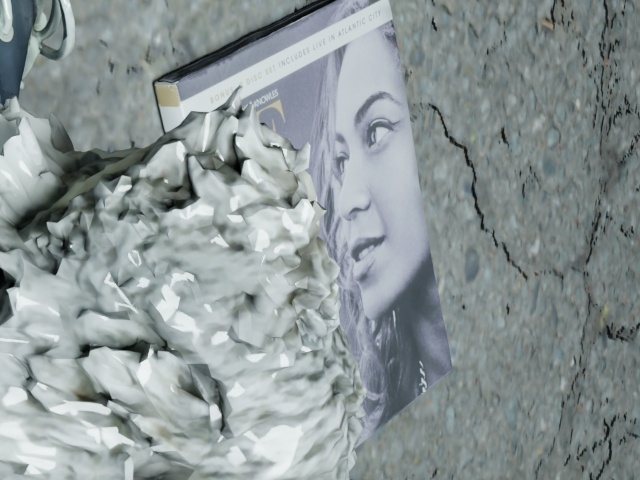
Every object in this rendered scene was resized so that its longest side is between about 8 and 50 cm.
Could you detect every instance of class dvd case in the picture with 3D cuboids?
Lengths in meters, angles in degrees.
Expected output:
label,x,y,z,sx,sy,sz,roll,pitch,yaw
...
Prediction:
label,x,y,z,sx,sy,sz,roll,pitch,yaw
dvd case,0.000,0.000,0.883,0.164,0.018,0.221,-33,119,-45

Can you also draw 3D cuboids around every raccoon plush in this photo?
label,x,y,z,sx,sy,sz,roll,pitch,yaw
raccoon plush,-0.180,0.111,0.437,0.446,0.299,0.216,-48,129,-37

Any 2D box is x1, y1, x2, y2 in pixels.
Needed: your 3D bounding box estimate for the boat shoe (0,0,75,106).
label,x,y,z,sx,sy,sz,roll,pitch,yaw
boat shoe,-0.139,-0.086,0.641,0.079,0.095,0.254,-24,104,-36
